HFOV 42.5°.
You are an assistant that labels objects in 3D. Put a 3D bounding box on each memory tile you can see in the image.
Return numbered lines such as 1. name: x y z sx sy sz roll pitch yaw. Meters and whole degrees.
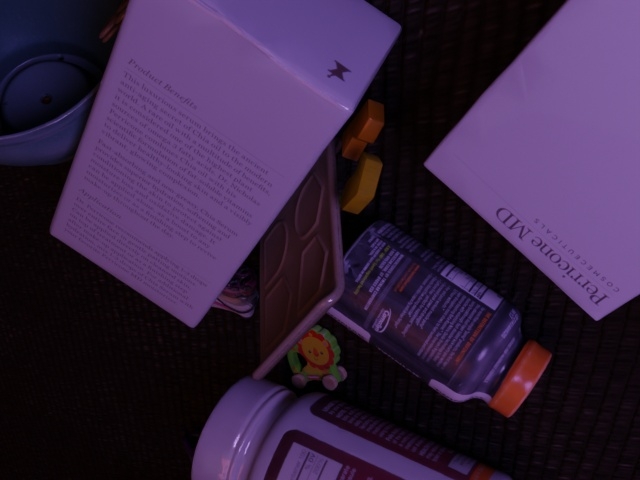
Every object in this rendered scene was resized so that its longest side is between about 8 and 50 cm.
1. memory tile: -0.183 -0.282 0.889 0.012 0.148 0.113 41 143 -24

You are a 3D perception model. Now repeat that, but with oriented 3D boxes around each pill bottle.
1. pill bottle: 0.037 0.342 1.110 0.392 0.224 0.224 20 132 22
2. pill bottle: 0.133 0.093 0.925 0.245 0.130 0.130 35 137 14

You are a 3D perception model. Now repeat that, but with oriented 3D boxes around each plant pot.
1. plant pot: -0.361 -0.211 1.017 0.293 0.293 0.196 36 164 12

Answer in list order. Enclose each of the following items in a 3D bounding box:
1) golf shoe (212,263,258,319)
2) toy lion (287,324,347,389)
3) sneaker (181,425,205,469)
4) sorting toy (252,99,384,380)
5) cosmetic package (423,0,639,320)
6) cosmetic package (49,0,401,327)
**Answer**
1. golf shoe: -0.175 0.059 1.198 0.186 0.067 0.086 24 135 23
2. toy lion: -0.010 0.164 1.175 0.100 0.034 0.096 -8 108 43
3. sneaker: -0.168 0.370 1.424 0.223 0.083 0.098 -14 107 45
4. sorting toy: 0.000 0.000 0.919 0.041 0.229 0.307 16 142 -20
5. cosmetic package: 0.279 -0.131 0.616 0.217 0.156 0.385 41 137 4
6. cosmetic package: -0.130 -0.112 0.933 0.230 0.161 0.453 35 138 -5
